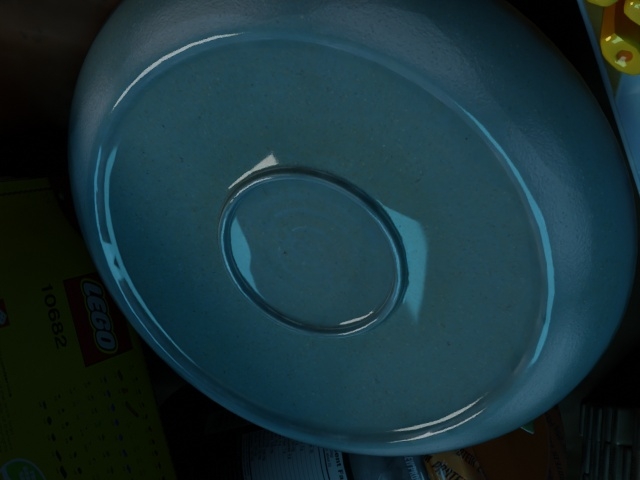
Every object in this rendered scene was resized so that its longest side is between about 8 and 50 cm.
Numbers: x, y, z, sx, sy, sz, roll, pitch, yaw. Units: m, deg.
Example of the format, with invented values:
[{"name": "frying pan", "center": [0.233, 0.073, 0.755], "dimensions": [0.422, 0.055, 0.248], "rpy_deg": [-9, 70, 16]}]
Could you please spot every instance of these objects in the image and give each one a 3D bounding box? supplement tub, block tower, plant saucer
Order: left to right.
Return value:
[{"name": "plant saucer", "center": [0.000, 0.000, 0.584], "dimensions": [0.317, 0.044, 0.318], "rpy_deg": [11, 126, 16]}, {"name": "supplement tub", "center": [0.021, 0.176, 0.891], "dimensions": [0.316, 0.194, 0.193], "rpy_deg": [-19, 142, 37]}, {"name": "block tower", "center": [0.265, 0.171, 0.822], "dimensions": [0.091, 0.097, 0.335], "rpy_deg": [6, 174, 3]}]

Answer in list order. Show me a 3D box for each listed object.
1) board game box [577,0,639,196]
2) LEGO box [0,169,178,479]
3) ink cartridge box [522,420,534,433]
[{"name": "board game box", "center": [0.343, -0.027, 0.522], "dimensions": [0.390, 0.050, 0.390], "rpy_deg": [-3, 141, 28]}, {"name": "LEGO box", "center": [-0.275, 0.242, 0.697], "dimensions": [0.372, 0.500, 0.193], "rpy_deg": [-13, -179, 24]}, {"name": "ink cartridge box", "center": [0.096, 0.040, 0.724], "dimensions": [0.209, 0.109, 0.062], "rpy_deg": [28, 144, -34]}]
